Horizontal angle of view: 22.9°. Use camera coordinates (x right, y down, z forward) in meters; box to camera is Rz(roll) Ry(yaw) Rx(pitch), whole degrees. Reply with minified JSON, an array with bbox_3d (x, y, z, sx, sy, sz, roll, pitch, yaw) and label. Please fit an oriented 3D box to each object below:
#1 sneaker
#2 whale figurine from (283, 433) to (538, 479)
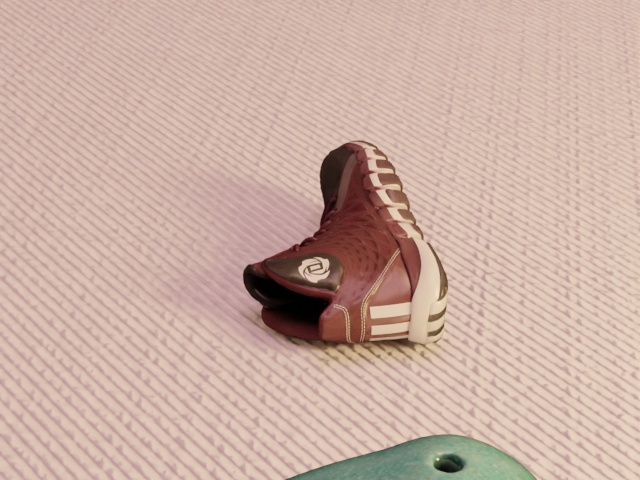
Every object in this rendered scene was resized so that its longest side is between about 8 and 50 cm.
[{"bbox_3d":[0.000,0.000,1.439,0.162,0.106,0.281,-8,32,-13],"label":"sneaker"},{"bbox_3d":[0.022,0.187,0.983,0.272,0.141,0.216,9,29,5],"label":"whale figurine"}]
